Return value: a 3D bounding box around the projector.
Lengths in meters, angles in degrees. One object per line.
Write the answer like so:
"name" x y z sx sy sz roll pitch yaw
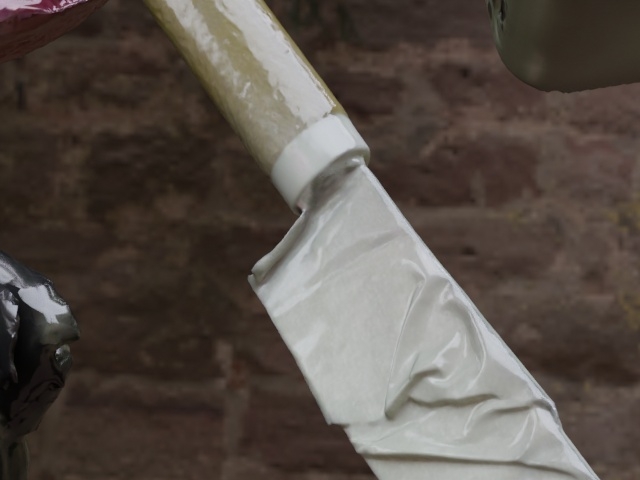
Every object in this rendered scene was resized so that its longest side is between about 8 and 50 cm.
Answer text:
"projector" 0.270 -0.295 1.372 0.248 0.249 0.249 -8 -15 0

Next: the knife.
"knife" 0.001 0.001 0.354 0.047 0.298 0.017 -42 -34 10

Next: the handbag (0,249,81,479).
"handbag" -0.240 0.111 0.559 0.240 0.341 0.247 30 36 21

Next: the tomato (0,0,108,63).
"tomato" -0.221 -0.217 0.894 0.289 0.335 0.176 28 -23 -4
